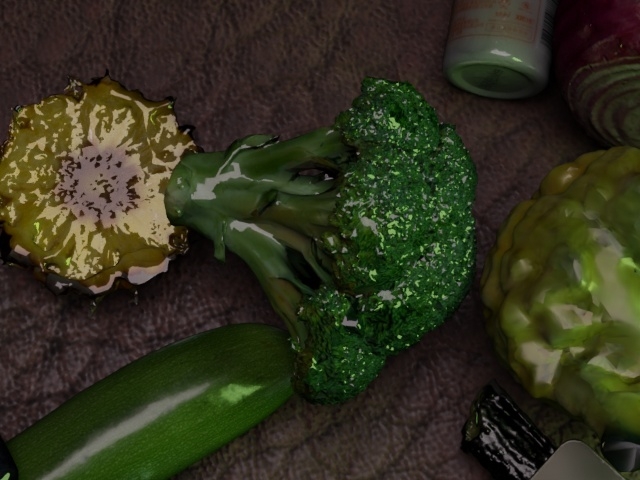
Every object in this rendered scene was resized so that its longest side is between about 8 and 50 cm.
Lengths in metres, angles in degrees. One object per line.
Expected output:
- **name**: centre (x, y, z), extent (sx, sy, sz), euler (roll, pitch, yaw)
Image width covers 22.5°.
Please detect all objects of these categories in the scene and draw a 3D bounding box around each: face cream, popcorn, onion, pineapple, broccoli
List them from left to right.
- **pineapple**: centre (-0.199, -0.043, 1.449), extent (0.224, 0.076, 0.225), euler (0, 76, 1)
- **broccoli**: centre (0.000, 0.000, 1.353), extent (0.269, 0.254, 0.269), euler (0, 53, -1)
- **face cream**: centre (0.181, -0.263, 1.506), extent (0.101, 0.101, 0.252), euler (10, 74, 2)
- **popcorn**: centre (0.273, 0.047, 1.350), extent (0.293, 0.237, 0.293), euler (-5, 70, 14)
- **onion**: centre (0.335, -0.193, 1.428), extent (0.230, 0.272, 0.256), euler (34, 42, 16)

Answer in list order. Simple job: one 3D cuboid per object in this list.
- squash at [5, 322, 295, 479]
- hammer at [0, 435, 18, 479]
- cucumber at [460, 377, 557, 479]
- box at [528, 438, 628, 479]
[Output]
- **squash**: centre (-0.184, 0.179, 1.374), extent (0.395, 0.107, 0.107), euler (-30, 77, -8)
- **hammer**: centre (-0.339, 0.123, 1.368), extent (0.137, 0.037, 0.290), euler (-38, 55, -6)
- **cucumber**: centre (0.214, 0.227, 1.388), extent (0.245, 0.067, 0.067), euler (44, 78, 11)
- **box**: centre (0.202, 0.234, 1.343), extent (0.091, 0.031, 0.126), euler (41, 91, 8)
